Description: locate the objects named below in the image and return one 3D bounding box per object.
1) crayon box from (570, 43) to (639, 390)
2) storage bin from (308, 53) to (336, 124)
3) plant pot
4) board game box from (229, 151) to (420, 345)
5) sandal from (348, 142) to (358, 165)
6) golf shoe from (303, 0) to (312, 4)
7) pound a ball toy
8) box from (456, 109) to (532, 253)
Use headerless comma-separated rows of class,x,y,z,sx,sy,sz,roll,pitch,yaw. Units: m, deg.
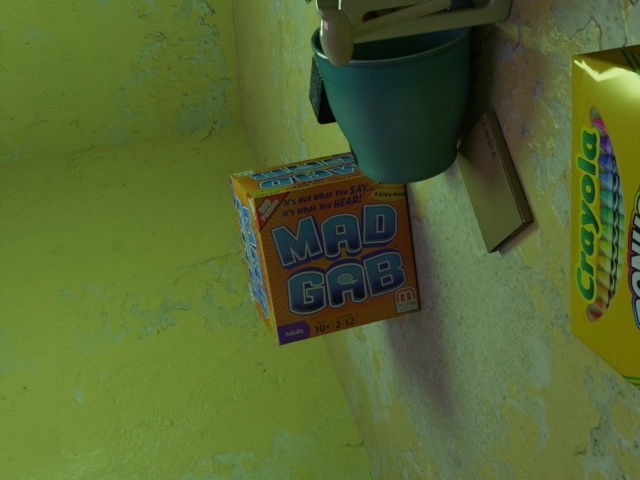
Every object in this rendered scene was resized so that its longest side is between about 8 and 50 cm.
crayon box,0.384,0.001,0.822,0.313,0.106,0.363,-129,29,-64
storage bin,0.044,-0.382,1.955,0.180,0.122,0.084,98,157,-58
plant pot,0.137,-0.250,1.377,0.272,0.271,0.255,-119,15,-54
board game box,0.000,0.000,1.965,0.356,0.356,0.357,-138,38,-70
sandal,0.124,-0.352,1.550,0.107,0.167,0.446,-147,56,-65
golf shoe,-0.030,-0.714,2.084,0.120,0.105,0.273,63,175,-5
pound a ball toy,0.127,-0.337,1.161,0.136,0.319,0.208,92,161,-48
box,0.291,-0.096,1.353,0.164,0.021,0.201,115,141,-70
